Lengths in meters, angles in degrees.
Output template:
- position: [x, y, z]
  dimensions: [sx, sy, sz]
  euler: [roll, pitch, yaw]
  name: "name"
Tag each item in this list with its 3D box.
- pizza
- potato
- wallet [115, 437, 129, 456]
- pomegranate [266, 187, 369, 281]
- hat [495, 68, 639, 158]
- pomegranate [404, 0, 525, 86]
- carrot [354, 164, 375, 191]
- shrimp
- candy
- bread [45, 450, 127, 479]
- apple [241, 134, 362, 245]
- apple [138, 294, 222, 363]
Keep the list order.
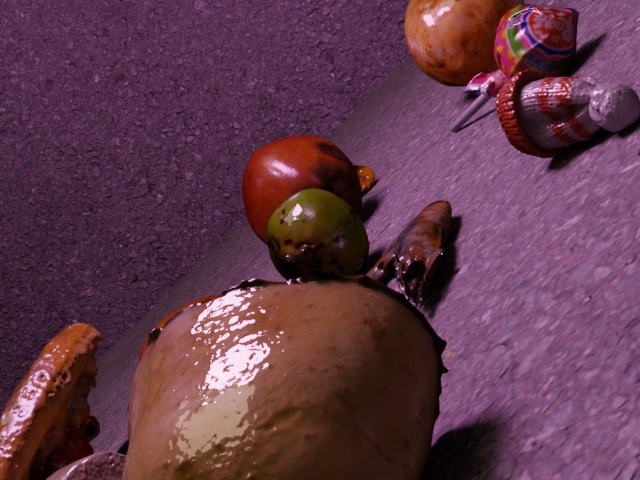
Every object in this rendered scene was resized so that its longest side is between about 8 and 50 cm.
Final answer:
- position: [-0.406, 0.376, 1.332]
  dimensions: [0.406, 0.130, 0.439]
  euler: [97, -169, -46]
  name: "pizza"
- position: [-0.041, 0.167, 0.670]
  dimensions: [0.286, 0.242, 0.242]
  euler: [-22, 17, 19]
  name: "potato"
- position: [-0.268, 0.315, 1.493]
  dimensions: [0.221, 0.071, 0.262]
  euler: [-50, 5, 6]
  name: "wallet"
- position: [-0.005, 0.008, 1.383]
  dimensions: [0.156, 0.156, 0.220]
  euler: [-47, -8, -8]
  name: "pomegranate"
- position: [0.276, -0.142, 0.986]
  dimensions: [0.162, 0.112, 0.093]
  euler: [-9, 65, 58]
  name: "hat"
- position: [0.264, -0.405, 1.695]
  dimensions: [0.248, 0.248, 0.248]
  euler: [-44, 9, 9]
  name: "pomegranate"
- position: [0.046, -0.118, 1.937]
  dimensions: [0.070, 0.070, 0.260]
  euler: [-48, 12, -14]
  name: "carrot"
- position: [0.093, 0.039, 1.110]
  dimensions: [0.169, 0.058, 0.296]
  euler: [-50, 3, 23]
  name: "shrimp"
- position: [0.279, -0.247, 1.432]
  dimensions: [0.124, 0.124, 0.365]
  euler: [-49, 2, -21]
  name: "candy"
- position: [-0.291, 0.350, 1.154]
  dimensions: [0.141, 0.134, 0.148]
  euler: [-35, 50, 51]
  name: "bread"
- position: [-0.026, -0.078, 1.661]
  dimensions: [0.230, 0.230, 0.230]
  euler: [-44, 9, 9]
  name: "apple"
- position: [-0.105, 0.155, 1.054]
  dimensions: [0.196, 0.196, 0.196]
  euler: [-44, 9, 9]
  name: "apple"
